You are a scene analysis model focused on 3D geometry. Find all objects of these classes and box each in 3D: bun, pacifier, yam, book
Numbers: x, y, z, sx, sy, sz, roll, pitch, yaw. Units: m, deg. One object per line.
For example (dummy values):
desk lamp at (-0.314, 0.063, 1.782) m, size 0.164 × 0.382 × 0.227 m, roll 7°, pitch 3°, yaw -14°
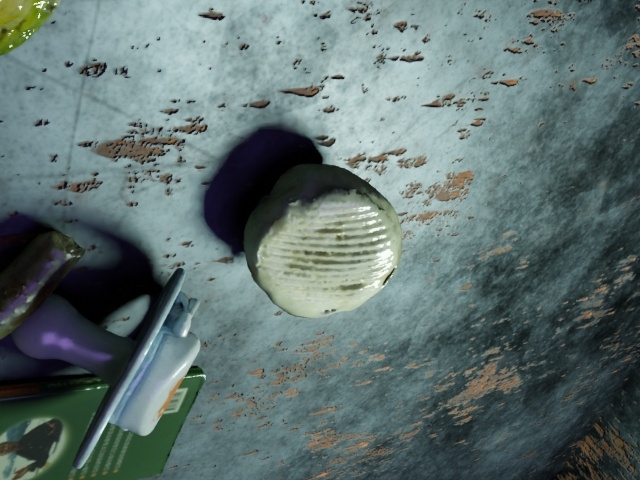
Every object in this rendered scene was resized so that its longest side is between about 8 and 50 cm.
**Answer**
bun at (0.000, 0.000, 1.041) m, size 0.239 × 0.141 × 0.239 m, roll -4°, pitch 124°, yaw -6°
pacifier at (-0.296, 0.142, 0.957) m, size 0.233 × 0.244 × 0.299 m, roll 29°, pitch 102°, yaw -16°
yam at (-0.415, 0.108, 0.850) m, size 0.317 × 0.067 × 0.071 m, roll -46°, pitch -174°, yaw -13°
book at (-0.389, 0.315, 1.142) m, size 0.371 × 0.043 × 0.260 m, roll 3°, pitch 124°, yaw -40°

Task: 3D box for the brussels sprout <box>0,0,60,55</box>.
brussels sprout at (-0.305, -0.233, 0.633) m, size 0.181 × 0.100 × 0.139 m, roll -41°, pitch 151°, yaw 2°
